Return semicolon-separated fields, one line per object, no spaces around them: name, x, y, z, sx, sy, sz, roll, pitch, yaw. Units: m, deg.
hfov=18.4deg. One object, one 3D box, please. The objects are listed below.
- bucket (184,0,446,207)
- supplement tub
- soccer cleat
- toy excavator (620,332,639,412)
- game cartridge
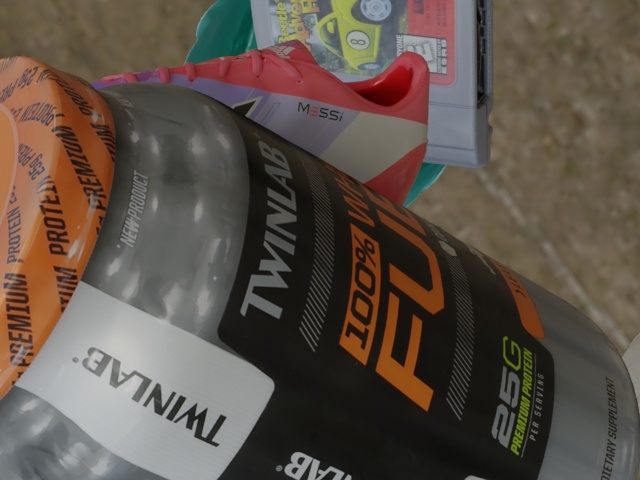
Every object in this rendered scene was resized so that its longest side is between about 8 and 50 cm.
bucket;0.019;-0.153;1.938;0.281;0.281;0.183;57;-165;-3
supplement tub;-0.031;0.058;0.841;0.316;0.193;0.193;28;-175;-34
soccer cleat;-0.049;-0.059;0.957;0.083;0.248;0.095;31;110;50
toy excavator;0.262;0.227;0.910;0.445;0.433;0.222;2;151;48
game cartridge;0.040;-0.204;1.578;0.196;0.060;0.294;9;118;25
